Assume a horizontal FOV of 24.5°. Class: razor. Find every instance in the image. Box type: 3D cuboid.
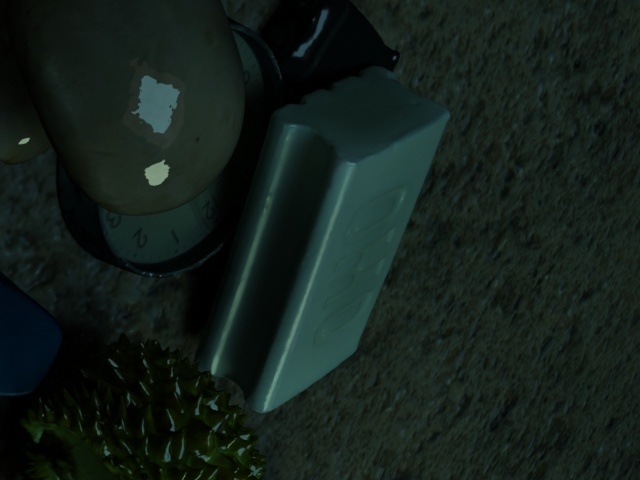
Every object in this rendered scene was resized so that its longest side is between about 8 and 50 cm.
[{"bbox_3d":[0.011,-0.154,1.242,0.090,0.054,0.148,-59,147,-3],"label":"razor"}]

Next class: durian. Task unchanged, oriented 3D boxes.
[{"bbox_3d":[-0.137,0.183,1.116,0.176,0.200,0.237,-66,158,-49],"label":"durian"}]

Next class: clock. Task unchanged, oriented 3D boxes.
[{"bbox_3d":[-0.109,-0.073,1.136,0.215,0.042,0.215,-34,137,-40],"label":"clock"}]

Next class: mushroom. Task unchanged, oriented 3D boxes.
[{"bbox_3d":[-0.151,-0.105,0.944,0.204,0.204,0.204,-33,136,-40],"label":"mushroom"}]

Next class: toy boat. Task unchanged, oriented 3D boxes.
[{"bbox_3d":[-0.276,0.036,0.951,0.096,0.062,0.299,-62,147,-4],"label":"toy boat"}]

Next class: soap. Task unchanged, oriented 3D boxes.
[{"bbox_3d":[0.000,0.000,1.235,0.160,0.087,0.265,-29,147,-49],"label":"soap"}]
